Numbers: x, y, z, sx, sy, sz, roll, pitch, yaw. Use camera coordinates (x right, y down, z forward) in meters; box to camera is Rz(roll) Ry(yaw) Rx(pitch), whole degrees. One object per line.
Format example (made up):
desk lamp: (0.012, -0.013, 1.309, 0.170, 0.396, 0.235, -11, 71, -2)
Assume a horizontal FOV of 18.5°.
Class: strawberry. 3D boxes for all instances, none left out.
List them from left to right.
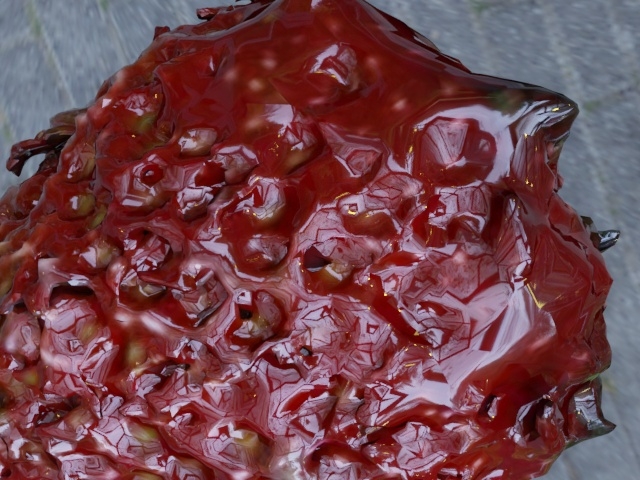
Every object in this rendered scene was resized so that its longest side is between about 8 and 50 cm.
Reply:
strawberry: (-0.019, 0.021, 0.572, 0.201, 0.187, 0.184, -21, 138, -8)
